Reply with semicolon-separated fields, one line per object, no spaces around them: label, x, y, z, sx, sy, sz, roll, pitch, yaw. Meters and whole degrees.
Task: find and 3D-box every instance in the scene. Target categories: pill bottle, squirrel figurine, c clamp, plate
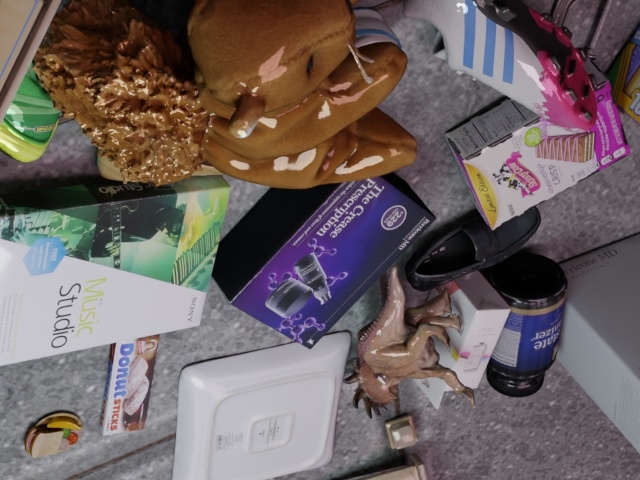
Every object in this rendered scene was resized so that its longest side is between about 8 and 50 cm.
pill bottle;0.314;0.136;2.232;0.123;0.123;0.219;-16;132;-19
squirrel figurine;-0.105;-0.173;1.541;0.397;0.370;0.281;-15;91;5
c clamp;0.375;-0.302;1.980;0.137;0.022;0.161;2;125;-31
plate;-0.085;0.279;2.167;0.278;0.045;0.277;-10;130;-23

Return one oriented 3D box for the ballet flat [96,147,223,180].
ballet flat;-0.173;-0.113;1.789;0.232;0.080;0.073;-3;154;-26

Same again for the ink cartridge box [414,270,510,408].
ink cartridge box;0.206;0.149;2.183;0.067;0.115;0.198;-2;127;-30

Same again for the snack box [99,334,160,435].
snack box;-0.269;0.199;2.006;0.064;0.022;0.178;-6;128;-25

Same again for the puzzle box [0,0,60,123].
puzzle box;-0.412;-0.216;1.404;0.272;0.052;0.409;32;75;-38

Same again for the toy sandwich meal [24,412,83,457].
toy sandwich meal;-0.372;0.277;2.003;0.085;0.029;0.085;-16;132;-19

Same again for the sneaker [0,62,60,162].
sneaker;-0.393;-0.208;1.562;0.123;0.109;0.295;-56;135;-13

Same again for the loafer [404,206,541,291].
loafer;0.228;0.008;2.097;0.223;0.076;0.078;-27;173;-6

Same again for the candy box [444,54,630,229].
candy box;0.311;-0.137;2.028;0.233;0.071;0.159;-29;135;2

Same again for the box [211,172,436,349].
box;0.000;0.000;1.951;0.261;0.103;0.184;-47;137;11

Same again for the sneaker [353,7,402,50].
sneaker;-0.007;-0.221;1.770;0.228;0.092;0.087;-20;135;-14

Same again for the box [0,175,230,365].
box;-0.280;0.032;1.813;0.322;0.058;0.232;-11;131;-35

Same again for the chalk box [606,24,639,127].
chalk box;0.569;-0.266;2.014;0.180;0.179;0.289;13;118;-38

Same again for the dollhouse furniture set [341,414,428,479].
dollhouse furniture set;0.036;0.477;2.406;0.303;0.174;0.355;-14;103;-4

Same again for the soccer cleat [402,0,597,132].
soccer cleat;0.237;-0.249;1.868;0.143;0.116;0.331;-18;135;36

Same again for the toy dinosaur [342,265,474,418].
toy dinosaur;0.103;0.163;2.072;0.200;0.127;0.296;-12;143;14

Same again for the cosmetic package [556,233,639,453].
cosmetic package;0.523;0.177;2.205;0.217;0.385;0.156;-21;135;-18
